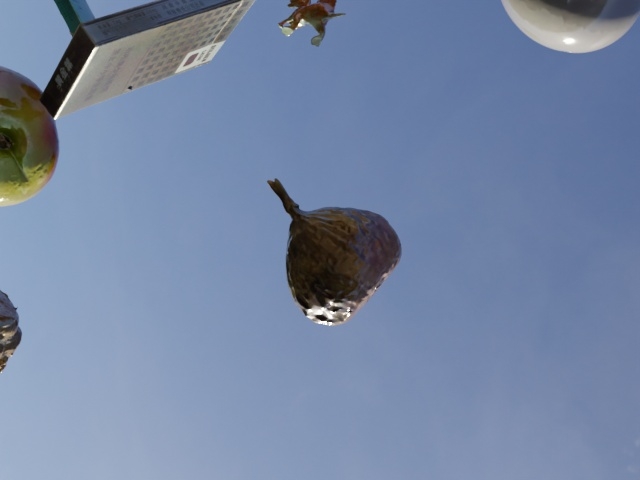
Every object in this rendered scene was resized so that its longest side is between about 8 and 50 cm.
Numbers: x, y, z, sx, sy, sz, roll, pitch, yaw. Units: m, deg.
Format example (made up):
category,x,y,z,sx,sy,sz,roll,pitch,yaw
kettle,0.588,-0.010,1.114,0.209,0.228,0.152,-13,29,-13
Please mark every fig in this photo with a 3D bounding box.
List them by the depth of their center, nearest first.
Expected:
category,x,y,z,sx,sy,sz,roll,pitch,yaw
fig,0.000,0.000,2.140,0.368,0.286,0.286,47,-53,14

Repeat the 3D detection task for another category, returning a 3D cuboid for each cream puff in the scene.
category,x,y,z,sx,sy,sz,roll,pitch,yaw
cream puff,-0.459,0.112,1.181,0.115,0.150,0.165,-58,-161,11

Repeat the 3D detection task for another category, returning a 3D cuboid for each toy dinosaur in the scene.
category,x,y,z,sx,sy,sz,roll,pitch,yaw
toy dinosaur,-0.001,-0.438,1.796,0.212,0.057,0.142,0,-133,39

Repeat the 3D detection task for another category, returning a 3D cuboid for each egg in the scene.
category,x,y,z,sx,sy,sz,roll,pitch,yaw
egg,0.258,-0.282,0.970,0.146,0.147,0.198,-50,-142,38

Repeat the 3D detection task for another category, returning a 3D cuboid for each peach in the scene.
category,x,y,z,sx,sy,sz,roll,pitch,yaw
peach,-0.514,-0.162,1.443,0.231,0.231,0.230,-19,-113,54

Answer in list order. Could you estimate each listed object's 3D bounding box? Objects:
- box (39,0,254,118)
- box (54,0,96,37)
category,x,y,z,sx,sy,sz,roll,pitch,yaw
box,-0.249,-0.290,1.378,0.047,0.325,0.180,53,-44,4
box,-0.563,-0.527,2.134,0.229,0.042,0.162,63,5,-7
